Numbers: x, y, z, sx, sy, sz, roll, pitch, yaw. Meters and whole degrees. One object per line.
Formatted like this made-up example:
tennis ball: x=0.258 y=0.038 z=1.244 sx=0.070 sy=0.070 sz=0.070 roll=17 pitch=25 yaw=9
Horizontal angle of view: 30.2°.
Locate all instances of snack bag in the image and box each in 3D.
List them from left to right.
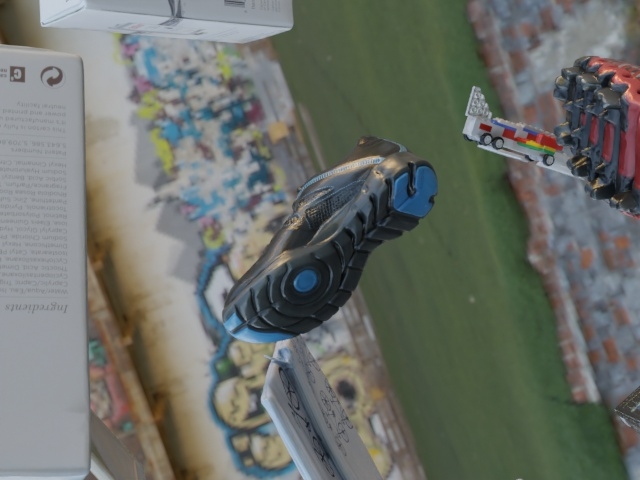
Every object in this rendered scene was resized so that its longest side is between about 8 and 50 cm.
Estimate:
snack bag: x=0.012 y=0.287 z=1.660 sx=0.323 sy=0.037 sz=0.342 roll=62 pitch=-172 yaw=-8

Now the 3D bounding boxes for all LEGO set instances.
LEGO set: x=0.237 y=-0.088 z=1.155 sx=0.244 sy=0.182 sz=0.060 roll=-6 pitch=-66 yaw=-75

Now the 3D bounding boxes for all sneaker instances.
sneaker: x=0.000 y=0.000 z=1.578 sx=0.139 sy=0.341 sz=0.125 roll=45 pitch=174 yaw=48
sneaker: x=0.269 y=-0.057 z=0.809 sx=0.276 sy=0.135 sz=0.098 roll=-131 pitch=32 yaw=-52

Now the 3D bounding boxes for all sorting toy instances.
sorting toy: x=-0.287 y=0.280 z=1.519 sx=0.348 sy=0.047 sz=0.196 roll=54 pitch=177 yaw=-24

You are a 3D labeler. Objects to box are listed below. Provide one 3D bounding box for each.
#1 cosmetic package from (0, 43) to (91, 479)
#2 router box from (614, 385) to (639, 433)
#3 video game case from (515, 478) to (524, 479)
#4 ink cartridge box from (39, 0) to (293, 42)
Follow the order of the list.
cosmetic package: x=-0.173 y=0.023 z=0.644 sx=0.117 sy=0.085 sz=0.231 roll=129 pitch=140 yaw=-62
router box: x=0.435 y=0.191 z=1.469 sx=0.038 sy=0.122 sz=0.092 roll=49 pitch=176 yaw=-6
video game case: x=0.126 y=0.356 z=1.232 sx=0.026 sy=0.206 sz=0.227 roll=36 pitch=154 yaw=1
ink cartridge box: x=-0.179 y=-0.346 z=1.372 sx=0.117 sy=0.283 sz=0.207 roll=-4 pitch=88 yaw=52
